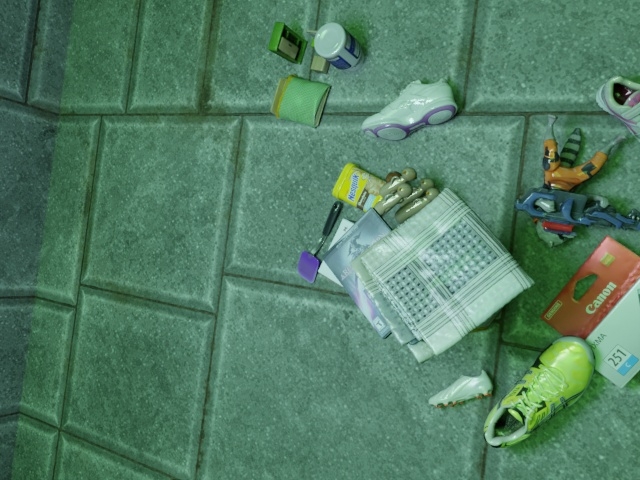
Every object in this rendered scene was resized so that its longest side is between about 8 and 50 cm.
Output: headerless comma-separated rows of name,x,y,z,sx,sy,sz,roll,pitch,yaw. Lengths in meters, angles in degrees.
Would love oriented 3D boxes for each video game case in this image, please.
video game case,0.146,0.079,1.381,0.196,0.026,0.274,-46,66,19

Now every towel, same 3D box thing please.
towel,0.264,0.078,1.269,0.324,0.056,0.312,-39,67,9

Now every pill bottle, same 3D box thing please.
pill bottle,0.069,-0.621,1.784,0.112,0.186,0.112,-2,85,28

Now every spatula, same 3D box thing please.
spatula,0.000,0.000,1.861,0.084,0.030,0.296,31,101,29

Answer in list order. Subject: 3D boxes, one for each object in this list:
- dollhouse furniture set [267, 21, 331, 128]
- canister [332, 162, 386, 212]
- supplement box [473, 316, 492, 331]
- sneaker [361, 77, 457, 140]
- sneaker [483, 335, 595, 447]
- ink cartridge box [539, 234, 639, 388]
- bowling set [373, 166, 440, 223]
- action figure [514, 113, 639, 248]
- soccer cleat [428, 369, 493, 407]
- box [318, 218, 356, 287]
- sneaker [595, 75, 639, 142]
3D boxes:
dollhouse furniture set,-0.080,-0.563,1.877,0.197,0.151,0.302,20,96,30
canister,0.140,-0.161,1.775,0.170,0.073,0.126,31,99,25
supplement box,0.381,0.115,1.460,0.195,0.356,0.194,43,106,27
sneaker,0.273,-0.411,1.719,0.305,0.114,0.152,-14,66,23
sneaker,0.571,0.414,1.429,0.145,0.147,0.385,39,114,25
ink cartridge box,0.750,0.180,1.397,0.261,0.066,0.296,40,115,24
bowling set,0.266,-0.156,1.613,0.154,0.287,0.200,-37,56,31
action figure,0.689,-0.132,1.464,0.341,0.178,0.330,18,102,-1
soccer cleat,0.404,0.435,1.596,0.196,0.068,0.076,-24,60,24
box,0.187,0.070,1.577,0.215,0.345,0.168,30,100,27
sneaker,0.816,-0.331,1.401,0.252,0.111,0.103,45,107,23
